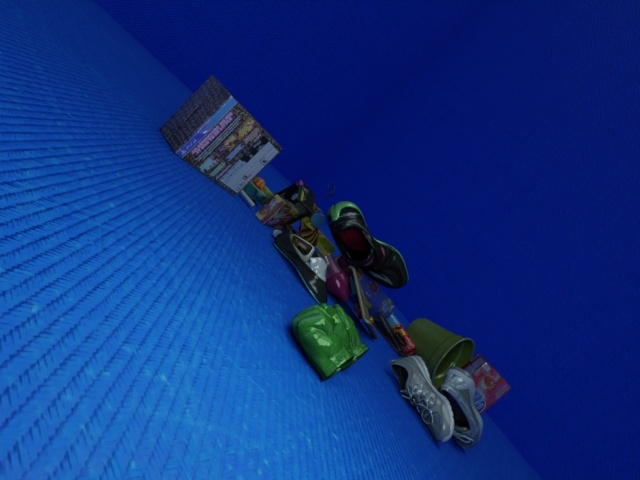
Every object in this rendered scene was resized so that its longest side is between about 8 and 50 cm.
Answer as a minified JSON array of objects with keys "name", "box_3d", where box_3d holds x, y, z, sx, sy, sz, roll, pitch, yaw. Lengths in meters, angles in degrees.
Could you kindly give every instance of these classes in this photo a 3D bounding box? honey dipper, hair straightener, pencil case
[{"name":"honey dipper","box_3d":[-0.050,0.042,1.721,0.160,0.030,0.030,39,10,-31]},{"name":"hair straightener","box_3d":[0.311,0.398,1.687,0.047,0.089,0.230,14,32,-46]},{"name":"pencil case","box_3d":[0.196,0.229,1.794,0.306,0.133,0.119,46,38,-12]}]

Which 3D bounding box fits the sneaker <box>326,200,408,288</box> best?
[{"name":"sneaker","box_3d":[0.182,0.060,1.620,0.483,0.185,0.202,43,33,-25]}]

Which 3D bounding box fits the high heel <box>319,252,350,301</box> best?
[{"name":"high heel","box_3d":[0.069,0.153,1.580,0.181,0.127,0.377,66,11,9]}]

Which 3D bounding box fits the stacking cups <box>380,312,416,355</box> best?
[{"name":"stacking cups","box_3d":[0.333,0.389,1.875,0.096,0.096,0.316,41,10,-49]}]

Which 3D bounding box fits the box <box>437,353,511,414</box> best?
[{"name":"box","box_3d":[0.523,0.542,1.423,0.122,0.257,0.128,47,6,8]}]

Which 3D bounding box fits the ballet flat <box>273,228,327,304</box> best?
[{"name":"ballet flat","box_3d":[-0.045,0.068,1.253,0.280,0.096,0.095,50,6,23]}]

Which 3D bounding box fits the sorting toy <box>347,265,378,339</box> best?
[{"name":"sorting toy","box_3d":[0.158,0.253,1.493,0.307,0.041,0.229,63,10,-58]}]

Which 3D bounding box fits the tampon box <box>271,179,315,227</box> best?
[{"name":"tampon box","box_3d":[-0.119,-0.154,1.682,0.101,0.161,0.120,43,36,-34]}]

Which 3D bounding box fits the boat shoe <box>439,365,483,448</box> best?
[{"name":"boat shoe","box_3d":[0.434,0.546,1.265,0.118,0.103,0.320,16,-51,45]}]

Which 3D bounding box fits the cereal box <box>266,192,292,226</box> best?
[{"name":"cereal box","box_3d":[-0.182,-0.147,1.891,0.173,0.047,0.240,48,6,-7]}]

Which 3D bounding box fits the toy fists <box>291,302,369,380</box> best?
[{"name":"toy fists","box_3d":[0.025,0.205,0.873,0.142,0.096,0.279,49,7,19]}]

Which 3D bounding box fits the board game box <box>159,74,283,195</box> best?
[{"name":"board game box","box_3d":[-0.304,-0.320,1.274,0.141,0.232,0.291,50,6,32]}]

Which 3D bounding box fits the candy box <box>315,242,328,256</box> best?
[{"name":"candy box","box_3d":[0.040,0.094,1.847,0.105,0.027,0.206,49,-4,29]}]

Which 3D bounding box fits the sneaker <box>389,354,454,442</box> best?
[{"name":"sneaker","box_3d":[0.289,0.468,1.188,0.115,0.105,0.281,7,29,-22]}]

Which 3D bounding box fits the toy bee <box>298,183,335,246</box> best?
[{"name":"toy bee","box_3d":[-0.059,-0.127,1.830,0.162,0.298,0.195,12,-1,-14]}]

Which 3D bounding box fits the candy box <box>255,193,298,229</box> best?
[{"name":"candy box","box_3d":[-0.158,-0.103,1.492,0.053,0.109,0.186,49,6,11]}]

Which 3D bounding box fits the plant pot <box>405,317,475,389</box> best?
[{"name":"plant pot","box_3d":[0.532,0.505,1.886,0.254,0.276,0.276,37,-3,46]}]

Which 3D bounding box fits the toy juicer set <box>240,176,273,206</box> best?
[{"name":"toy juicer set","box_3d":[-0.283,-0.237,1.566,0.209,0.089,0.329,47,6,-5]}]

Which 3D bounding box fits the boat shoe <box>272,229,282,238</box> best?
[{"name":"boat shoe","box_3d":[-0.145,-0.016,1.413,0.035,0.035,0.100,20,-5,30]}]

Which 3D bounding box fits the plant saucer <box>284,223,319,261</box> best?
[{"name":"plant saucer","box_3d":[-0.080,0.019,1.593,0.198,0.036,0.198,47,8,-8]}]

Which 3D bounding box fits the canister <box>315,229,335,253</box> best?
[{"name":"canister","box_3d":[0.000,0.000,2.116,0.126,0.073,0.170,45,5,-29]}]
